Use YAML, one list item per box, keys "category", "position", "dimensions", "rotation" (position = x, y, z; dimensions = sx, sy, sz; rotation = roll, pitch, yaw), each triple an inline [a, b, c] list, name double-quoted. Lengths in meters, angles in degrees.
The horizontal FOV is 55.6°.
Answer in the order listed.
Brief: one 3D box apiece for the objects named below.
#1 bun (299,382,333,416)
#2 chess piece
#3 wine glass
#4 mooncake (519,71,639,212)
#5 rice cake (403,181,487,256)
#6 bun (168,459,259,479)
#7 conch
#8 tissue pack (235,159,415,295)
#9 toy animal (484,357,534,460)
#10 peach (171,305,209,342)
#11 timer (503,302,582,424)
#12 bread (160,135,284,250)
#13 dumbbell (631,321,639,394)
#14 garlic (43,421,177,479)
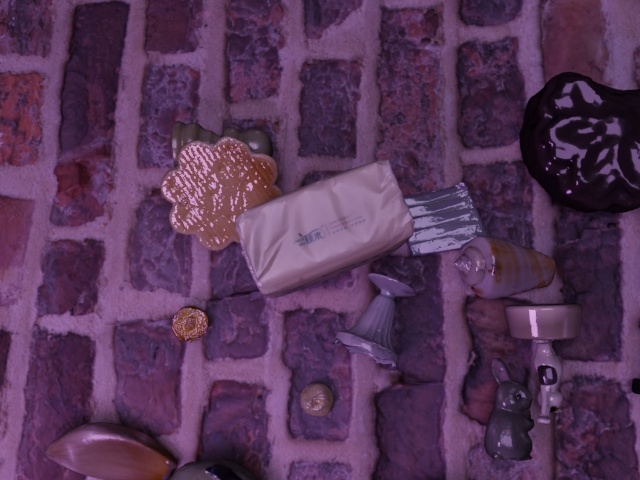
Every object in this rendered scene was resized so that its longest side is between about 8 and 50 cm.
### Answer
- category: "bun"
  position: [-0.010, 0.394, 1.502]
  dimensions: [0.086, 0.055, 0.086]
  rotation: [-1, 80, 6]
- category: "chess piece"
  position: [-0.252, -0.243, 1.603]
  dimensions: [0.252, 0.144, 0.144]
  rotation: [0, 80, -2]
- category: "wine glass"
  position: [0.142, 0.193, 1.475]
  dimensions: [0.165, 0.165, 0.196]
  rotation: [23, 79, 9]
- category: "mooncake"
  position: [0.695, -0.241, 1.484]
  dimensions: [0.382, 0.212, 0.350]
  rotation: [-1, 86, 7]
- category: "rice cake"
  position: [0.307, -0.050, 1.561]
  dimensions: [0.198, 0.037, 0.189]
  rotation: [-17, 79, 1]
- category: "bun"
  position: [-0.256, 0.666, 1.413]
  dimensions: [0.294, 0.187, 0.293]
  rotation: [8, 59, -13]
- category: "conch"
  position: [0.449, 0.066, 1.472]
  dimensions: [0.255, 0.127, 0.158]
  rotation: [-1, 91, 3]
- category: "tissue pack"
  position: [0.009, -0.018, 1.435]
  dimensions: [0.381, 0.297, 0.207]
  rotation: [-22, 84, -4]
- category: "toy animal"
  position: [0.445, 0.400, 1.428]
  dimensions: [0.108, 0.138, 0.236]
  rotation: [0, 82, 39]
- category: "peach"
  position: [-0.334, 0.211, 1.560]
  dimensions: [0.098, 0.061, 0.098]
  rotation: [-1, 100, -7]
- category: "timer"
  position: [0.529, 0.282, 1.424]
  dimensions: [0.175, 0.175, 0.265]
  rotation: [-3, 85, 5]
- category: "bread"
  position: [-0.249, -0.118, 1.555]
  dimensions: [0.316, 0.054, 0.315]
  rotation: [-2, 111, -4]
- category: "dumbbell"
  position: [0.797, 0.274, 1.429]
  dimensions: [0.100, 0.100, 0.190]
  rotation: [11, 81, 7]
- category: "garlic"
  position: [-0.506, 0.520, 1.495]
  dimensions: [0.318, 0.112, 0.143]
  rotation: [15, 105, 1]
